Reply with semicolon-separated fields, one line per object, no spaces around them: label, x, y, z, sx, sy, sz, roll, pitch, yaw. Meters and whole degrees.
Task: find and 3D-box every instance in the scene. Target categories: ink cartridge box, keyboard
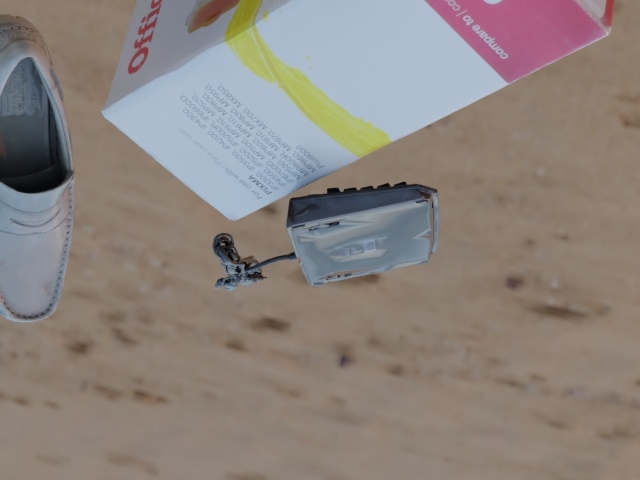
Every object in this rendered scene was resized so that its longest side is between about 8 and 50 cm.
ink cartridge box;0.035;-0.218;1.476;0.384;0.279;0.160;-26;127;36
keyboard;0.000;0.000;1.607;0.201;0.033;0.317;-12;169;1

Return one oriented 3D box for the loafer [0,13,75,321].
loafer;-0.289;-0.055;1.831;0.112;0.319;0.111;-15;-149;-21
